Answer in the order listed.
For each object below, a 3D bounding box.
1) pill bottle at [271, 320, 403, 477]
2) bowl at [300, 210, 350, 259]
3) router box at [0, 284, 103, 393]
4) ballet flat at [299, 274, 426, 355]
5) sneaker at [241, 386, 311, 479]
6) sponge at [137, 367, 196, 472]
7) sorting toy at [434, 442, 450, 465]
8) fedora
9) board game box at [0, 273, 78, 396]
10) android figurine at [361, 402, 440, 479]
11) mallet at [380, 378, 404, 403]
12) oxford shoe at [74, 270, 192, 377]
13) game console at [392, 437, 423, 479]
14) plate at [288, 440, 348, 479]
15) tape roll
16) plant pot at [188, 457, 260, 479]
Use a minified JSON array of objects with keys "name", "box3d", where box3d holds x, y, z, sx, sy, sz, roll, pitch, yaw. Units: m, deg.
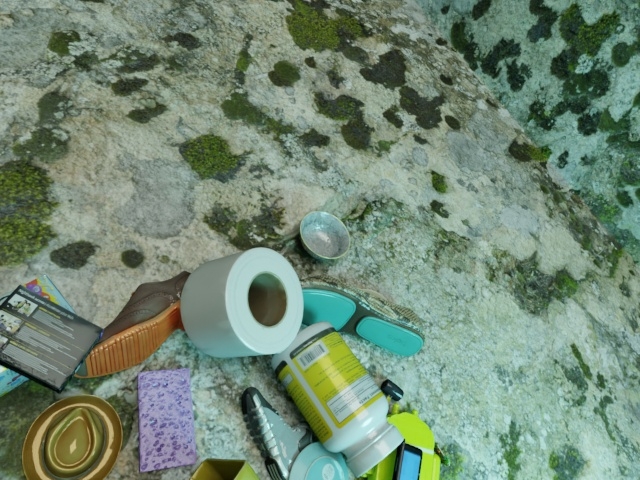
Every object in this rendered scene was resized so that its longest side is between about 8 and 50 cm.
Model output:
[{"name":"pill bottle","box3d":[0.042,0.379,1.109,0.187,0.188,0.334,-22,64,-37]},{"name":"bowl","box3d":[0.000,0.000,1.427,0.170,0.080,0.170,14,54,-20]},{"name":"router box","box3d":[-0.529,0.185,0.859,0.178,0.046,0.133,33,51,-11]},{"name":"ballet flat","box3d":[0.091,0.194,1.326,0.482,0.164,0.182,23,30,-21]},{"name":"sneaker","box3d":[-0.096,0.444,1.097,0.132,0.086,0.229,-17,79,-40]},{"name":"sponge","box3d":[-0.344,0.395,1.019,0.117,0.031,0.210,2,60,-27]},{"name":"sorting toy","box3d":[0.325,0.578,1.231,0.012,0.083,0.062,-25,74,-11]},{"name":"fedora","box3d":[-0.489,0.399,0.907,0.194,0.079,0.194,14,54,-20]},{"name":"board game box","box3d":[-0.640,0.214,0.904,0.142,0.144,0.275,49,50,7]},{"name":"android figurine","box3d":[0.207,0.565,1.174,0.248,0.056,0.273,21,59,-18]},{"name":"mallet","box3d":[0.176,0.477,1.247,0.062,0.039,0.190,33,55,-9]},{"name":"oxford shoe","box3d":[-0.421,0.187,1.072,0.132,0.130,0.363,38,41,21]},{"name":"game console","box3d":[0.215,0.558,1.110,0.071,0.107,0.122,12,60,9]},{"name":"plate","box3d":[0.004,0.569,1.059,0.188,0.024,0.188,16,64,-37]},{"name":"tape roll","box3d":[-0.180,0.150,1.082,0.246,0.169,0.246,22,61,-46]},{"name":"plant pot","box3d":[-0.190,0.578,0.885,0.187,0.212,0.212,49,49,-10]}]
